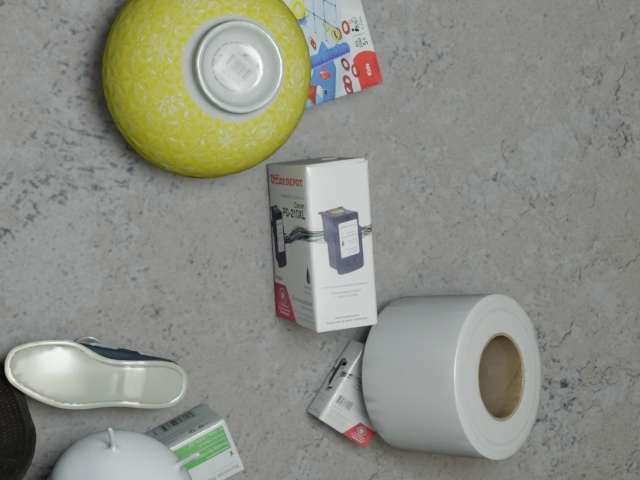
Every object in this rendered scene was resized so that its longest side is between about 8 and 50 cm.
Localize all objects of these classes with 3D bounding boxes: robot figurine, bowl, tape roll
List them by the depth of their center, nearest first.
[{"bbox_3d":[-0.128,-0.221,1.381,0.290,0.156,0.289,-2,96,-23],"label":"bowl"},{"bbox_3d":[-0.292,0.396,1.402,0.300,0.199,0.353,16,115,-34],"label":"robot figurine"},{"bbox_3d":[0.202,0.202,1.593,0.246,0.169,0.246,5,84,-48],"label":"tape roll"}]

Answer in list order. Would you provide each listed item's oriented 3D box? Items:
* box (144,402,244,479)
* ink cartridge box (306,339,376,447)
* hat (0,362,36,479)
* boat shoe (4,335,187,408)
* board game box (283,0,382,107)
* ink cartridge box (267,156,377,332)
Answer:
[{"bbox_3d":[-0.183,0.305,1.528,0.101,0.102,0.087,-26,106,-20],"label":"box"},{"bbox_3d":[0.059,0.237,1.646,0.099,0.056,0.135,36,80,-22],"label":"ink cartridge box"},{"bbox_3d":[-0.539,0.272,1.342,0.332,0.331,0.134,11,129,-23],"label":"hat"},{"bbox_3d":[-0.315,0.183,1.475,0.255,0.079,0.095,5,90,-25],"label":"boat shoe"},{"bbox_3d":[-0.096,-0.326,1.515,0.302,0.086,0.308,-21,102,-20],"label":"board game box"},{"bbox_3d":[0.000,0.000,1.538,0.100,0.172,0.237,-6,97,-22],"label":"ink cartridge box"}]
